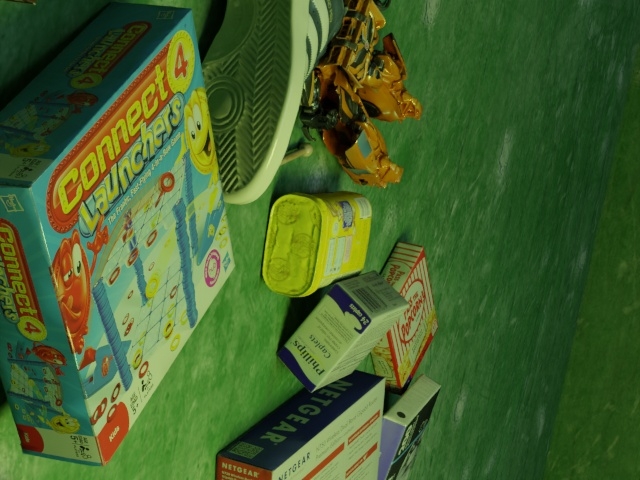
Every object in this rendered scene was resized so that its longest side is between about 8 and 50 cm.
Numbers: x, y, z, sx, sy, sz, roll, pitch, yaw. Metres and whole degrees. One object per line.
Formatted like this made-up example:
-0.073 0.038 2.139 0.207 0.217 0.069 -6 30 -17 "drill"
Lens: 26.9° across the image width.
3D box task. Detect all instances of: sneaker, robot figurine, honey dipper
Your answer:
-0.040 -0.206 1.438 0.148 0.131 0.350 12 90 -61 "sneaker"
0.047 -0.200 1.682 0.291 0.085 0.211 57 46 -57 "robot figurine"
-0.048 -0.094 1.603 0.160 0.030 0.030 -32 130 -63 "honey dipper"

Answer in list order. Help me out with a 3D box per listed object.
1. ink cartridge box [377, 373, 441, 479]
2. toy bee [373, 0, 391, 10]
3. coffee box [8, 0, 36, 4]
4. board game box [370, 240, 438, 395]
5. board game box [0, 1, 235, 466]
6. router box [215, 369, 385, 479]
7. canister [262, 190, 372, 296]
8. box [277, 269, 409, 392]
0.102 0.333 2.049 0.208 0.045 0.206 -33 145 -57 "ink cartridge box"
0.128 -0.416 1.668 0.298 0.162 0.195 37 66 -63 "toy bee"
-0.287 -0.268 0.916 0.246 0.098 0.141 16 87 -66 "coffee box"
0.123 0.120 2.045 0.147 0.045 0.193 -59 150 -34 "board game box"
-0.192 -0.012 1.214 0.308 0.086 0.302 -60 151 -48 "board game box"
-0.025 0.366 1.799 0.335 0.082 0.301 -29 126 -59 "router box"
0.000 0.000 1.693 0.170 0.073 0.126 -11 111 -65 "canister"
0.030 0.116 1.744 0.137 0.072 0.126 -51 164 22 "box"
